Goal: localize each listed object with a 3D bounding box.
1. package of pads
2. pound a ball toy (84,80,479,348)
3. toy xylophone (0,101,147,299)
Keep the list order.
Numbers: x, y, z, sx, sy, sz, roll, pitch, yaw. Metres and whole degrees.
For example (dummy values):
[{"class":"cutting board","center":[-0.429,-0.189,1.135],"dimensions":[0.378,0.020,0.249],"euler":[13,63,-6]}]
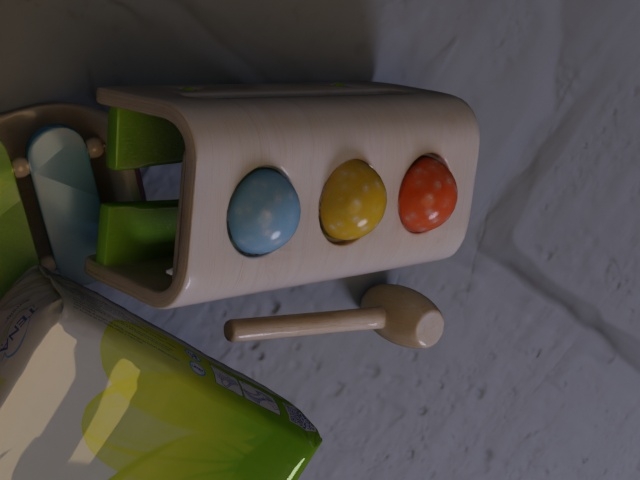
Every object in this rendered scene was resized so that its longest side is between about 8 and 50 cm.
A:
[{"class":"package of pads","center":[-0.174,0.189,0.857],"dimensions":[0.229,0.101,0.297],"euler":[33,90,-28]},{"class":"pound a ball toy","center":[0.000,0.000,0.899],"dimensions":[0.319,0.135,0.208],"euler":[-7,109,-45]},{"class":"toy xylophone","center":[-0.279,-0.022,0.839],"dimensions":[0.322,0.081,0.236],"euler":[-26,119,-13]}]
